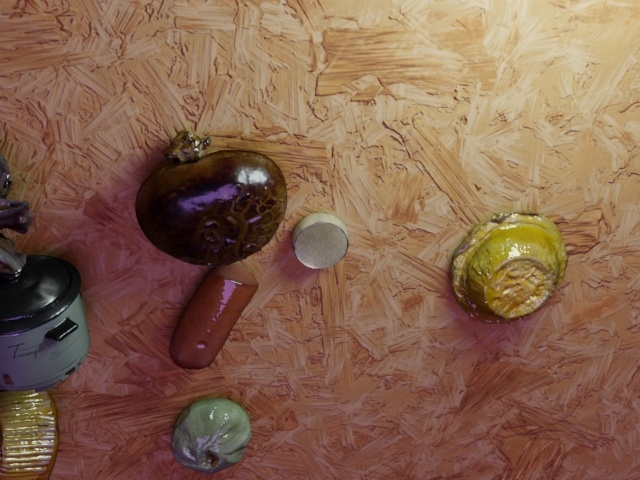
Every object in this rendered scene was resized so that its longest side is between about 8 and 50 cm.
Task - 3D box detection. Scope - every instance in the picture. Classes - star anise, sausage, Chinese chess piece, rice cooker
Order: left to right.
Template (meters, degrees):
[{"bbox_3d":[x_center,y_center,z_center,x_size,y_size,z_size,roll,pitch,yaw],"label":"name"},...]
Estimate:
[{"bbox_3d":[-0.652,-0.025,1.500,0.331,0.117,0.332,-1,88,24],"label":"star anise"},{"bbox_3d":[-0.578,0.150,1.602,0.241,0.280,0.227,-38,138,-39],"label":"rice cooker"},{"bbox_3d":[-0.237,0.167,1.739,0.113,0.114,0.259,24,113,-21],"label":"sausage"},{"bbox_3d":[0.000,0.000,1.710,0.122,0.051,0.122,-3,122,-5],"label":"Chinese chess piece"}]

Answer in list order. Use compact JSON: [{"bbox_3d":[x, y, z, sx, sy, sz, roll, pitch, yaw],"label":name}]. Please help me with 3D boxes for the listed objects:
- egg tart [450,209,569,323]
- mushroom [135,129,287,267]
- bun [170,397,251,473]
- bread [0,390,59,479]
[{"bbox_3d":[0.420,0.070,1.784,0.288,0.118,0.288,-3,117,-6],"label":"egg tart"},{"bbox_3d":[-0.208,-0.070,1.570,0.297,0.163,0.278,-21,122,6],"label":"mushroom"},{"bbox_3d":[-0.252,0.465,1.911,0.195,0.118,0.196,-4,118,-7],"label":"bun"},{"bbox_3d":[-0.668,0.457,1.808,0.156,0.204,0.288,3,126,-35],"label":"bread"}]
